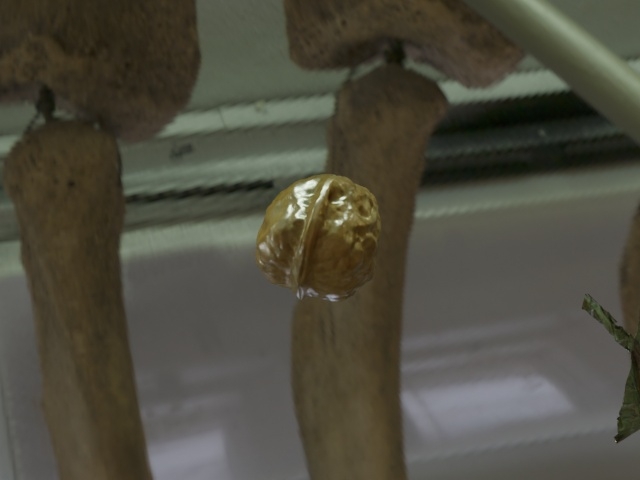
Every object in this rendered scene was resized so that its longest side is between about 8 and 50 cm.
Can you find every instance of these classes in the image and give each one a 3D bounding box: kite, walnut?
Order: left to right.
[{"bbox_3d":[0.000,0.000,0.995,0.079,0.096,0.082,16,-50,8],"label":"walnut"},{"bbox_3d":[0.342,0.117,1.675,0.012,0.229,0.250,-5,-33,33],"label":"kite"}]
